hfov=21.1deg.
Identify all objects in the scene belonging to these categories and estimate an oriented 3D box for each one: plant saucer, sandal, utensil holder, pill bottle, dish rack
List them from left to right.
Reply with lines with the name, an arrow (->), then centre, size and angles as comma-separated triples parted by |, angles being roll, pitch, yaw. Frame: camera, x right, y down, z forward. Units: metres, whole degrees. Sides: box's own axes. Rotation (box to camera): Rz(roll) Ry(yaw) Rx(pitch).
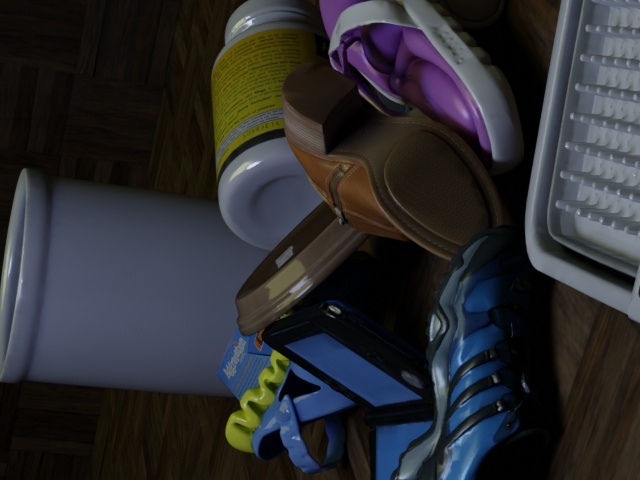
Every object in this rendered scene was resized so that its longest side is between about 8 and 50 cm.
utensil holder -> -0.287, 0.074, 2.651 | 0.327, 0.385, 0.327 | -173, 90, -76
pill bottle -> -0.046, -0.163, 2.234 | 0.188, 0.188, 0.334 | 112, 159, -44
plant saucer -> 0.000, 0.000, 1.950 | 0.278, 0.041, 0.278 | -43, 8, 7
sandal -> 0.007, 0.156, 2.074 | 0.138, 0.126, 0.317 | 39, 121, 29
sandal -> 0.068, -0.183, 1.751 | 0.416, 0.102, 0.169 | 43, 152, 57
dish rack -> 0.254, -0.092, 1.285 | 0.333, 0.072, 0.285 | -147, 64, -74

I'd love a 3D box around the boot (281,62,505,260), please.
boot -> 0.075, -0.038, 1.711 | 0.109, 0.283, 0.220 | -49, -23, -15

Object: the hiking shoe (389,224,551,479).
hiking shoe -> 0.161, 0.139, 1.526 | 0.132, 0.113, 0.304 | 9, 84, 45

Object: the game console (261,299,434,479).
game console -> 0.038, 0.207, 1.793 | 0.173, 0.250, 0.293 | -59, 9, -16

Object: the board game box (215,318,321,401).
board game box -> -0.054, 0.150, 2.272 | 0.145, 0.027, 0.281 | 47, 144, 16

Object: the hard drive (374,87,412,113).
hard drive -> 0.103, -0.246, 1.968 | 0.255, 0.054, 0.172 | -109, 29, -58

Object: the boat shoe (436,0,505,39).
boat shoe -> 0.135, -0.368, 1.795 | 0.095, 0.112, 0.335 | 156, 116, -68
